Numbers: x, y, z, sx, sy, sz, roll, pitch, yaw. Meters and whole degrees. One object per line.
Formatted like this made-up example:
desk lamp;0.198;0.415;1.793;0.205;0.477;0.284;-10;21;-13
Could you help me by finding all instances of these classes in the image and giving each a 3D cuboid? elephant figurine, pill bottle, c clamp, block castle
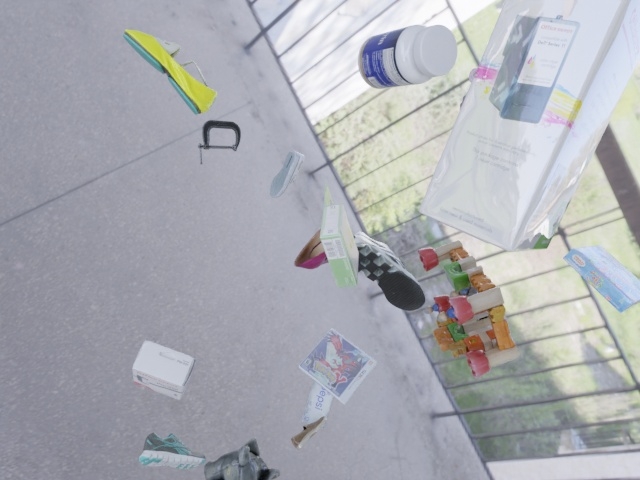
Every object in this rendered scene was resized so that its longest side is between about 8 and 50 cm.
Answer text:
elephant figurine;-0.198;0.636;1.431;0.239;0.186;0.169;14;63;-61
pill bottle;0.233;-0.499;1.415;0.153;0.264;0.153;-7;103;-31
c clamp;-0.328;-0.322;1.689;0.160;0.022;0.137;-12;101;-36
block castle;0.465;0.221;1.759;0.453;0.212;0.303;-101;170;-67

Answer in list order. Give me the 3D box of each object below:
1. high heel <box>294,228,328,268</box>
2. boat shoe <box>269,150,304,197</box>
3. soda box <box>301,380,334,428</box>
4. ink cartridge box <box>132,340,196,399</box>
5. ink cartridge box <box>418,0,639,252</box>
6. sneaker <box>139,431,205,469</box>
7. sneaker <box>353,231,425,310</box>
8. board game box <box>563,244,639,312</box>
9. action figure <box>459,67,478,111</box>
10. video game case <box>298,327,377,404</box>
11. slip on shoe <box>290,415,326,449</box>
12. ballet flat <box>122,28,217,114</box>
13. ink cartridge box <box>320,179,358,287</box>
high heel;0.000;0.000;2.201;0.181;0.377;0.127;-11;52;-20
boat shoe;-0.135;-0.274;2.222;0.075;0.226;0.083;7;35;-45
soda box;0.017;0.525;1.888;0.098;0.091;0.286;-30;138;-81
ink cartridge box;-0.464;0.387;1.536;0.158;0.218;0.092;22;58;-6
ink cartridge box;0.264;-0.170;0.599;0.207;0.119;0.353;0;114;-57
sneaker;-0.351;0.505;1.256;0.166;0.065;0.076;27;39;-34
sneaker;0.222;0.089;1.684;0.330;0.122;0.146;44;29;-19
board game box;0.653;0.080;1.175;0.211;0.039;0.160;-4;47;-47
action figure;0.578;-0.320;1.581;0.248;0.276;0.370;-2;42;-9
video game case;0.059;0.423;1.764;0.201;0.023;0.183;34;64;22
slip on shoe;-0.035;0.585;1.604;0.041;0.051;0.135;46;58;11
ballet flat;-0.315;-0.376;1.119;0.077;0.077;0.231;-45;100;-7
ink cartridge box;0.050;-0.024;1.286;0.235;0.056;0.171;-82;158;-48
